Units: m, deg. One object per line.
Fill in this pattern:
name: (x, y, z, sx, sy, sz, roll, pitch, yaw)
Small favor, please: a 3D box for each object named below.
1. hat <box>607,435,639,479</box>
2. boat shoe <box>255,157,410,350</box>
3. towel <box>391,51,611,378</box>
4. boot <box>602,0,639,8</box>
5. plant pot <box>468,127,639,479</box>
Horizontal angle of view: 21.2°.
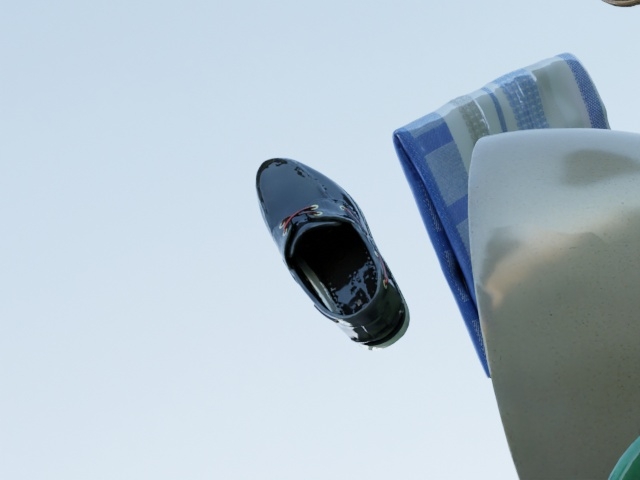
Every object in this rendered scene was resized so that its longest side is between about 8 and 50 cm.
hat: (0.166, 0.183, 0.804, 0.208, 0.173, 0.183, -6, -21, -18)
boat shoe: (0.001, -0.001, 0.893, 0.049, 0.133, 0.042, -36, -36, 4)
towel: (0.171, -0.027, 1.332, 0.285, 0.034, 0.209, -27, -85, -52)
boot: (0.170, -0.299, 1.071, 0.115, 0.112, 0.305, -8, -83, -52)
plant pot: (0.225, 0.052, 1.094, 0.191, 0.284, 0.284, -12, -47, 17)
